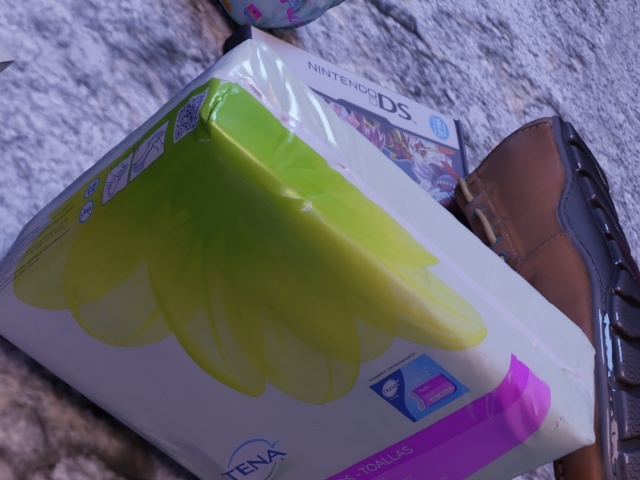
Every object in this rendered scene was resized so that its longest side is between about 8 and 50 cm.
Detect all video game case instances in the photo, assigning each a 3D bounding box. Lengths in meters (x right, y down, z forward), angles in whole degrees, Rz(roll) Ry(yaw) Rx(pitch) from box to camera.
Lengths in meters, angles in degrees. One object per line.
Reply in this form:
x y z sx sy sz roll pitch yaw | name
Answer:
0.036 -0.016 0.921 0.248 0.035 0.275 19 54 -37 | video game case

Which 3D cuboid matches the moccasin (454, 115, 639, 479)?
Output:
0.160 0.055 0.833 0.139 0.147 0.380 44 26 -37 | moccasin

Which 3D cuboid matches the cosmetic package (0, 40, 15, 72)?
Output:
-0.316 -0.174 0.574 0.309 0.113 0.160 54 17 -6 | cosmetic package

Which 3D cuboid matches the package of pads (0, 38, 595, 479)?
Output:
-0.020 0.053 0.677 0.296 0.229 0.101 41 38 -21 | package of pads

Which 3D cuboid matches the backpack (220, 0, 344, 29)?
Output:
-0.043 -0.262 0.930 0.115 0.152 0.182 -37 106 -44 | backpack
